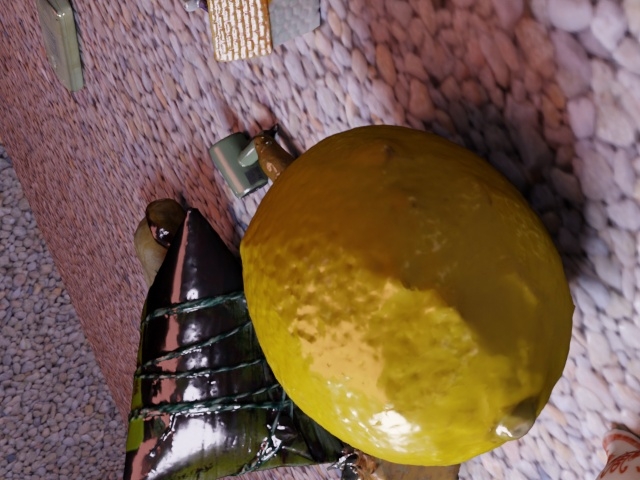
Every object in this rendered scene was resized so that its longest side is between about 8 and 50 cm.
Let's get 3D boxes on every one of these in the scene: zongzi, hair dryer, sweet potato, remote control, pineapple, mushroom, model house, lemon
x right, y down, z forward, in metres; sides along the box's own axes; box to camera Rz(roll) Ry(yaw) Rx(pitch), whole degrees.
[{"bbox_3d":[-0.153,0.137,1.428,0.362,0.319,0.383,102,153,-61],"label":"zongzi"},{"bbox_3d":[-0.074,-0.104,1.184,0.071,0.047,0.150,59,149,1],"label":"hair dryer"},{"bbox_3d":[0.000,-0.003,1.087,0.269,0.075,0.075,67,161,14],"label":"sweet potato"},{"bbox_3d":[-0.435,-0.344,1.717,0.098,0.038,0.233,56,160,17],"label":"remote control"},{"bbox_3d":[0.071,0.255,1.190,0.125,0.125,0.251,62,165,-1],"label":"pineapple"},{"bbox_3d":[-0.262,0.025,1.721,0.107,0.087,0.333,57,161,9],"label":"mushroom"},{"bbox_3d":[-0.069,-0.224,0.913,0.100,0.100,0.087,46,155,37],"label":"model house"},{"bbox_3d":[0.061,0.036,0.769,0.288,0.234,0.233,57,161,36],"label":"lemon"}]

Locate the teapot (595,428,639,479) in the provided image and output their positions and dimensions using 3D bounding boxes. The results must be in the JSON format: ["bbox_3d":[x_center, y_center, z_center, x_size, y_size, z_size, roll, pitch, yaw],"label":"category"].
[{"bbox_3d":[0.267,0.229,0.722,0.245,0.116,0.159,37,138,37],"label":"teapot"}]
